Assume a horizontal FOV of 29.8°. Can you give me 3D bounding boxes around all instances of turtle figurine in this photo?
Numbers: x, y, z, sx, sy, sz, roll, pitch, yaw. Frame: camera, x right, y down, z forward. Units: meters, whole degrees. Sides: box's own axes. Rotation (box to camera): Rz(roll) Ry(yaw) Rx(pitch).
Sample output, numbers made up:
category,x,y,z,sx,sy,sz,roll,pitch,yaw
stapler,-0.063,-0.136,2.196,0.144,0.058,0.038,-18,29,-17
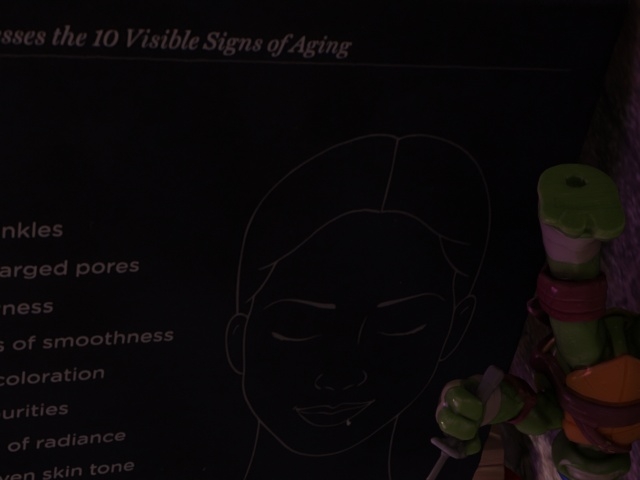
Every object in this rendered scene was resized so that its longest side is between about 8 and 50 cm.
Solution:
category,x,y,z,sx,sy,sz,roll,pitch,yaw
turtle figurine,0.180,0.106,0.724,0.197,0.274,0.266,26,133,30

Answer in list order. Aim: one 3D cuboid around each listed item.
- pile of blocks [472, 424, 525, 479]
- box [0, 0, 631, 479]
category,x,y,z,sx,sy,sz,roll,pitch,yaw
pile of blocks,0.151,0.228,1.206,0.149,0.112,0.362,-63,-33,-87
box,-0.096,-0.032,0.914,0.297,0.479,0.472,-118,34,-50
